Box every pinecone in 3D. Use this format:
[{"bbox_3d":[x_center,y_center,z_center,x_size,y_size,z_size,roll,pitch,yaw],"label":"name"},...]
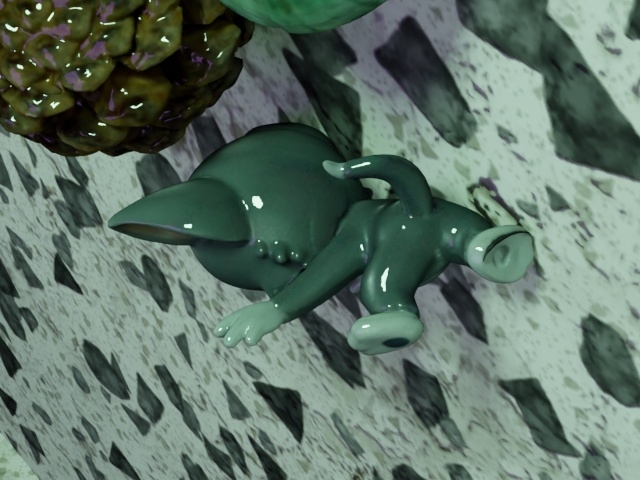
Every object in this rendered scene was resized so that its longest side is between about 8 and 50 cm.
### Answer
[{"bbox_3d":[-0.157,-0.177,1.068,0.243,0.243,0.257,63,174,-10],"label":"pinecone"}]

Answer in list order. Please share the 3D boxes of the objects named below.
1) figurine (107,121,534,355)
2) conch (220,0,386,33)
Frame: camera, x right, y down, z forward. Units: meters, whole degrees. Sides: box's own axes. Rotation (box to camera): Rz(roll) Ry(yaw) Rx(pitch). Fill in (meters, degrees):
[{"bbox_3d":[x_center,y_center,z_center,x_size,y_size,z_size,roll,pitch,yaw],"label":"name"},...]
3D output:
[{"bbox_3d":[0.001,-0.003,1.048,0.265,0.193,0.140,-3,115,47],"label":"figurine"},{"bbox_3d":[-0.003,-0.207,0.888,0.188,0.122,0.176,6,103,56],"label":"conch"}]
